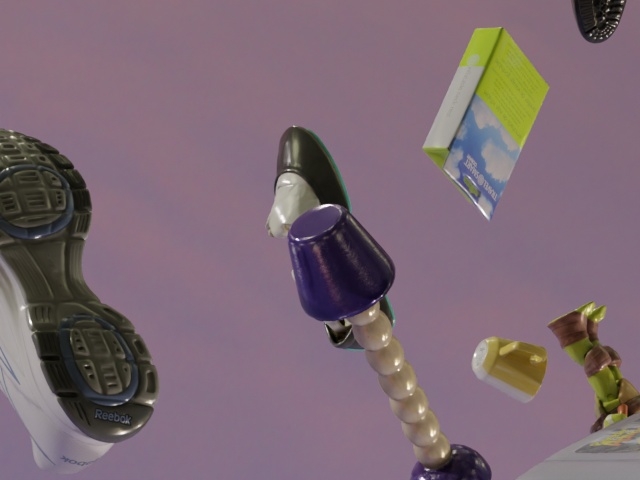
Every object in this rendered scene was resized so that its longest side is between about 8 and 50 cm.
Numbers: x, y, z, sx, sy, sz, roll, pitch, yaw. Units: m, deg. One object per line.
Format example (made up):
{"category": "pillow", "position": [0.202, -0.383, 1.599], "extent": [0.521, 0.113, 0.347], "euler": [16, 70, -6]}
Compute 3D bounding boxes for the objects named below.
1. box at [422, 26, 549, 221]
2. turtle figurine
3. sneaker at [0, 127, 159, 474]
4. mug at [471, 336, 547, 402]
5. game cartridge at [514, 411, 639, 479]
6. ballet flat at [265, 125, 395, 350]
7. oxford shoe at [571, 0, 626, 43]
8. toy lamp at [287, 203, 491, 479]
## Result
{"category": "box", "position": [0.174, -0.123, 1.590], "extent": [0.109, 0.042, 0.178], "euler": [43, -117, -40]}
{"category": "turtle figurine", "position": [0.331, 0.177, 1.617], "extent": [0.269, 0.087, 0.217], "euler": [3, -125, -56]}
{"category": "sneaker", "position": [-0.227, 0.044, 1.145], "extent": [0.111, 0.129, 0.297], "euler": [0, -124, -37]}
{"category": "mug", "position": [0.197, 0.124, 1.558], "extent": [0.064, 0.078, 0.062], "euler": [21, -152, -13]}
{"category": "game cartridge", "position": [0.272, 0.144, 1.006], "extent": [0.294, 0.196, 0.060], "euler": [-16, -91, -40]}
{"category": "ballet flat", "position": [0.000, 0.000, 1.749], "extent": [0.096, 0.095, 0.280], "euler": [-21, -96, -40]}
{"category": "oxford shoe", "position": [0.366, -0.384, 2.043], "extent": [0.082, 0.227, 0.096], "euler": [-9, -167, -14]}
{"category": "toy lamp", "position": [0.050, 0.094, 1.156], "extent": [0.275, 0.080, 0.080], "euler": [64, -151, -27]}
